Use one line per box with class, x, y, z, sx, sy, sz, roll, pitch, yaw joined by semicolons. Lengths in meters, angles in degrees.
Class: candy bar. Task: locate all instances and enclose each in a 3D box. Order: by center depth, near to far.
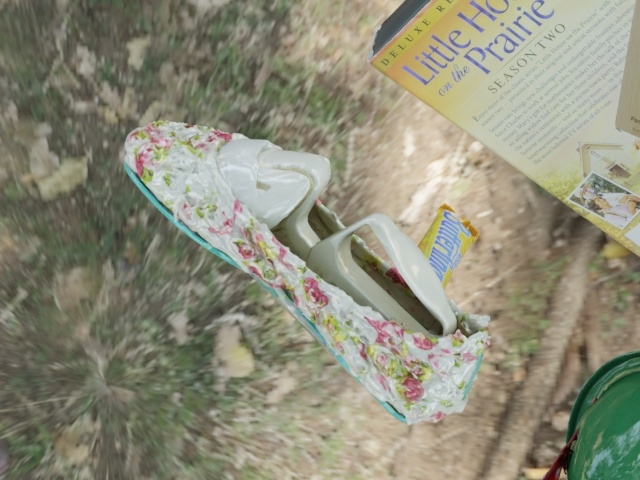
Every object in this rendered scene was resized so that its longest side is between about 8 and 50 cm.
candy bar;0.081;0.013;1.121;0.040;0.161;0.018;40;117;0

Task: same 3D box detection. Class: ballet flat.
ballet flat;0.000;0.000;0.879;0.241;0.091;0.077;41;122;2

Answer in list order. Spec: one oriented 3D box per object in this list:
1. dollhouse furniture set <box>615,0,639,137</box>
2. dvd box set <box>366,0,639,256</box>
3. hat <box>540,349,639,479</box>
dollhouse furniture set;0.293;-0.097;1.036;0.123;0.151;0.144;-3;110;-28
dvd box set;0.297;-0.146;1.417;0.420;0.307;0.062;33;41;-16
hat;0.236;0.195;1.397;0.183;0.173;0.209;9;88;-46
